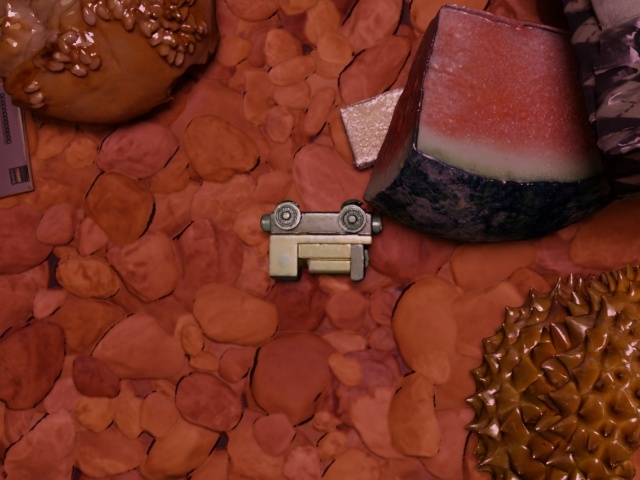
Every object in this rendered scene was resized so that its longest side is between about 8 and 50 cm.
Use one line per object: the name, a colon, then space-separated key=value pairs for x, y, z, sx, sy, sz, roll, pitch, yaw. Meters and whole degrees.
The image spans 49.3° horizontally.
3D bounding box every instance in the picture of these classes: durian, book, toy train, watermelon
durian: x=0.219 y=0.137 z=0.624 sx=0.186 sy=0.154 sz=0.261 roll=-2 pitch=74 yaw=30
book: x=-0.406 y=-0.095 z=0.761 sx=0.181 sy=0.014 sz=0.127 roll=-12 pitch=82 yaw=5
toy train: x=0.000 y=0.000 z=0.690 sx=0.122 sy=0.050 sz=0.081 roll=2 pitch=88 yaw=6
watermelon: x=0.183 y=-0.113 z=0.618 sx=0.318 sy=0.148 sz=0.226 roll=-22 pitch=91 yaw=0

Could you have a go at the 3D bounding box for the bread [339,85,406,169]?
bread: x=0.098 y=-0.124 z=0.705 sx=0.153 sy=0.028 sz=0.068 roll=-18 pitch=81 yaw=4

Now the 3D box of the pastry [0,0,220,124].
pastry: x=-0.248 y=-0.272 z=0.695 sx=0.255 sy=0.162 sz=0.311 roll=-34 pitch=82 yaw=-1

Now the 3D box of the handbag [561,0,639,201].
handbag: x=0.298 y=-0.259 z=0.513 sx=0.316 sy=0.180 sz=0.416 roll=-16 pitch=71 yaw=23
